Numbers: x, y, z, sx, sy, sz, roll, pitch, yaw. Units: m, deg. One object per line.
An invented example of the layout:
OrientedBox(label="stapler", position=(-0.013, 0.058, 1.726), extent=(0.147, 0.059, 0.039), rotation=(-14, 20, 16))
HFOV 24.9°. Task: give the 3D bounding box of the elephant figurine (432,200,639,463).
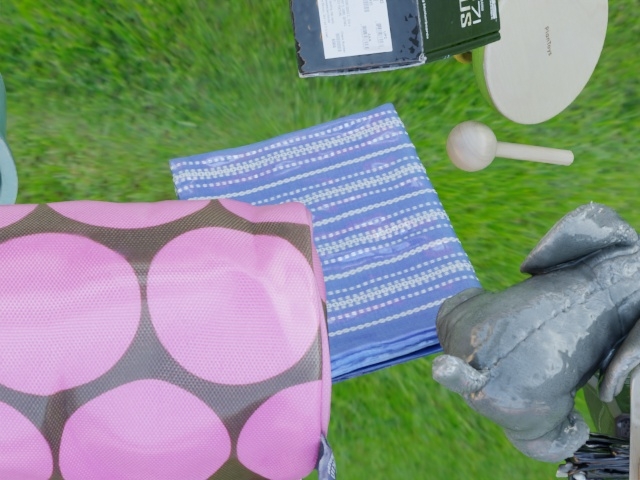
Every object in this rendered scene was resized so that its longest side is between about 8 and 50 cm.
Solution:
OrientedBox(label="elephant figurine", position=(0.216, 0.048, 1.146), extent=(0.239, 0.186, 0.169), rotation=(-37, 113, 12))

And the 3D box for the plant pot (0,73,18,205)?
OrientedBox(label="plant pot", position=(-0.400, -0.202, 1.172), extent=(0.341, 0.341, 0.334), rotation=(1, 62, 0))

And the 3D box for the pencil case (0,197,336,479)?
OrientedBox(label="pencil case", position=(-0.099, 0.041, 0.439), extent=(0.209, 0.095, 0.098), rotation=(0, 132, -11))

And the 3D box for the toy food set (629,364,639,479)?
OrientedBox(label="toy food set", position=(0.323, 0.186, 1.000), extent=(0.219, 0.306, 0.092), rotation=(0, 122, 13))

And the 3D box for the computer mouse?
OrientedBox(label="computer mouse", position=(0.297, 0.167, 1.292), extent=(0.188, 0.272, 0.072), rotation=(-4, 103, 6))

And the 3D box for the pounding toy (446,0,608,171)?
OrientedBox(label="pounding toy", position=(0.195, -0.198, 1.518), extent=(0.183, 0.110, 0.237), rotation=(-7, 115, -40))

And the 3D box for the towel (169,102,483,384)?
OrientedBox(label="towel", position=(0.000, 0.000, 1.342), extent=(0.243, 0.336, 0.040), rotation=(-16, 134, -5))

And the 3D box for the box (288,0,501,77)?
OrientedBox(label="box", position=(0.038, -0.192, 0.828), extent=(0.077, 0.147, 0.180), rotation=(-3, 101, 24))
